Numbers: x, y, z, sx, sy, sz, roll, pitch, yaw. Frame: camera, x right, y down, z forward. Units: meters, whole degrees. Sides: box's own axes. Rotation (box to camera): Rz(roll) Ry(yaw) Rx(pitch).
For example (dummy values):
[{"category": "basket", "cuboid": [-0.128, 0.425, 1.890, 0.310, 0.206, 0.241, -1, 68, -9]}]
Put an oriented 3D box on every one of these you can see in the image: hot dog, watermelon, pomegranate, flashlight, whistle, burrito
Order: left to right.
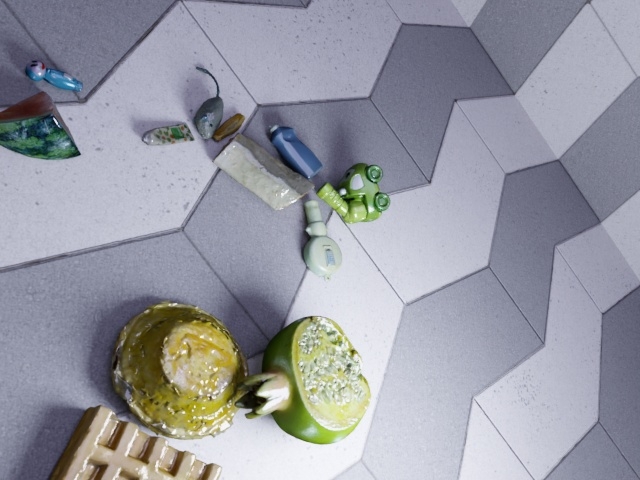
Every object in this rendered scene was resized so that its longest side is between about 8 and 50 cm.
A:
[{"category": "watermelon", "cuboid": [-0.670, -0.258, 1.334, 0.207, 0.136, 0.202, 2, 26, -10]}, {"category": "flashlight", "cuboid": [-0.653, -0.400, 1.410, 0.129, 0.051, 0.051, 17, 61, -38]}, {"category": "hot dog", "cuboid": [-0.267, -0.331, 1.693, 0.044, 0.028, 0.137, 29, 48, 7]}, {"category": "burrito", "cuboid": [-0.156, -0.192, 1.672, 0.299, 0.105, 0.143, 35, 48, -19]}, {"category": "pomegranate", "cuboid": [-0.059, 0.360, 1.424, 0.358, 0.216, 0.310, -5, 71, -38]}, {"category": "whistle", "cuboid": [0.000, 0.000, 1.734, 0.126, 0.067, 0.258, 2, 67, -39]}]

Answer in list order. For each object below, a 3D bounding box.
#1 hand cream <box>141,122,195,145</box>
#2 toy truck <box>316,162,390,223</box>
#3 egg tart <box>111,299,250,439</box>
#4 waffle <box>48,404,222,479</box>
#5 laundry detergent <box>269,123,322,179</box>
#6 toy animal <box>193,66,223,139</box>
[{"category": "hand cream", "cuboid": [-0.414, -0.285, 1.560, 0.165, 0.037, 0.057, -24, 86, -48]}, {"category": "toy truck", "cuboid": [0.111, -0.134, 1.841, 0.210, 0.148, 0.187, -34, 97, -22]}, {"category": "egg tart", "cuboid": [-0.301, 0.285, 1.317, 0.341, 0.132, 0.342, 18, 58, -31]}, {"category": "waffle", "cuboid": [-0.391, 0.547, 1.170, 0.348, 0.077, 0.304, 35, 54, -22]}, {"category": "laundry detergent", "cuboid": [-0.087, -0.282, 1.795, 0.206, 0.061, 0.097, 49, 57, -9]}, {"category": "toy animal", "cuboid": [-0.318, -0.404, 1.661, 0.079, 0.070, 0.253, 21, 57, -40]}]
